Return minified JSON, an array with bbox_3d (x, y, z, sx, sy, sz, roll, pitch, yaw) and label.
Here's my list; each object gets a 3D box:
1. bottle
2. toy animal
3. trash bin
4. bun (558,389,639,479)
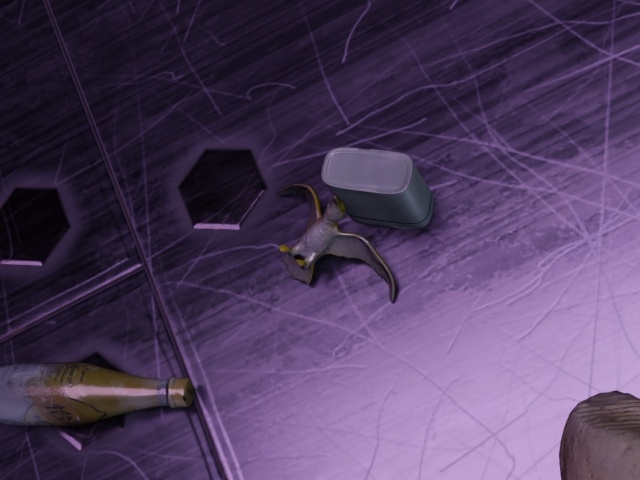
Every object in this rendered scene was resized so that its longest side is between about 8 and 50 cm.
[{"bbox_3d":[-0.296,0.198,1.601,0.270,0.083,0.083,-1,73,11],"label":"bottle"},{"bbox_3d":[0.000,0.000,1.547,0.095,0.155,0.219,-43,74,-10],"label":"toy animal"},{"bbox_3d":[0.073,-0.065,1.547,0.116,0.130,0.059,6,74,19],"label":"trash bin"},{"bbox_3d":[0.389,0.274,1.298,0.282,0.281,0.204,-3,97,16],"label":"bun"}]
